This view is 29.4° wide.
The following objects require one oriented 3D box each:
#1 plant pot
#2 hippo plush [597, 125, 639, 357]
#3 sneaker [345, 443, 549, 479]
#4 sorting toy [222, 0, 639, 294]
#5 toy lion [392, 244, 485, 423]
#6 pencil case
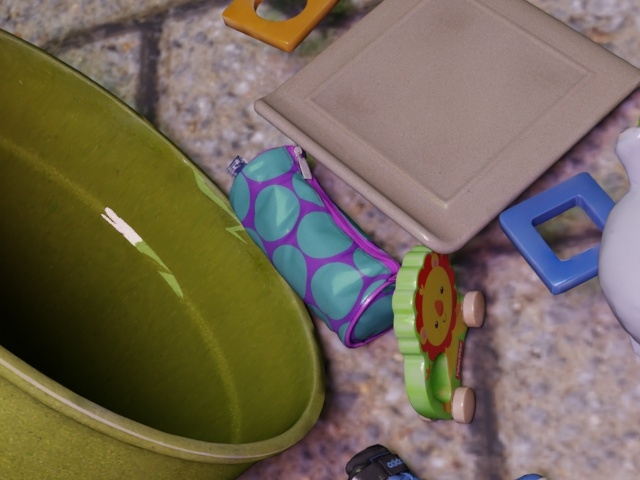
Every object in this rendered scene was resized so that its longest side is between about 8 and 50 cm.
[{"bbox_3d":[-0.250,0.102,0.767,0.353,0.366,0.366,-47,58,18],"label":"plant pot"},{"bbox_3d":[0.251,0.060,0.606,0.294,0.234,0.236,-23,27,-20],"label":"hippo plush"},{"bbox_3d":[0.060,0.155,0.737,0.152,0.058,0.085,-32,70,21],"label":"sneaker"},{"bbox_3d":[0.082,-0.090,0.801,0.196,0.047,0.347,-39,58,-18],"label":"sorting toy"},{"bbox_3d":[0.068,0.056,0.744,0.034,0.096,0.100,-1,73,28],"label":"toy lion"},{"bbox_3d":[0.000,0.000,0.816,0.152,0.064,0.070,49,122,30],"label":"pencil case"}]
